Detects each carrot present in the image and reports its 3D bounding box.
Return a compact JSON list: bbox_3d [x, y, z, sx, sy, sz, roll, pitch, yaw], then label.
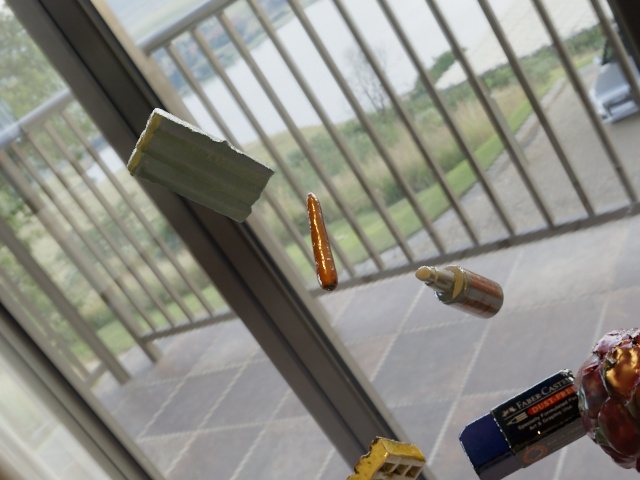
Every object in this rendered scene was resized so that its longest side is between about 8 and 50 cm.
[{"bbox_3d":[0.000,0.000,1.701,0.043,0.043,0.248,-26,53,21],"label":"carrot"}]

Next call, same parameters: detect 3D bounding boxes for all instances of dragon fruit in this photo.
[{"bbox_3d":[0.670,0.315,1.649,0.329,0.329,0.329,-29,20,12],"label":"dragon fruit"}]

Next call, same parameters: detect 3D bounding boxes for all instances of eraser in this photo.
[{"bbox_3d":[0.503,0.449,1.996,0.332,0.101,0.155,-30,39,5],"label":"eraser"}]

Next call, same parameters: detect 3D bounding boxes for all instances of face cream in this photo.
[{"bbox_3d":[0.327,0.112,1.975,0.101,0.251,0.101,-26,54,42],"label":"face cream"}]

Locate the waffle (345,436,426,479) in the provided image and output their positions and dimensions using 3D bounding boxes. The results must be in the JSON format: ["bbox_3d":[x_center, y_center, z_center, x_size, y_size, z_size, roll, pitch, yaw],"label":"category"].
[{"bbox_3d":[0.117,0.552,1.807,0.055,0.221,0.248,35,93,36],"label":"waffle"}]

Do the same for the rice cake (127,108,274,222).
[{"bbox_3d":[-0.198,-0.123,1.376,0.127,0.237,0.043,-57,35,15],"label":"rice cake"}]
